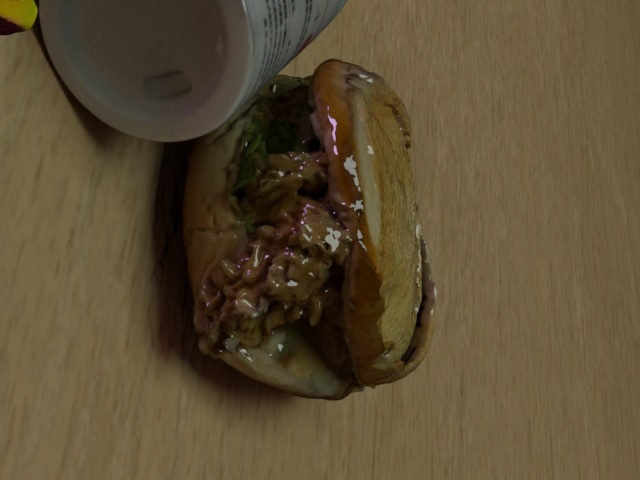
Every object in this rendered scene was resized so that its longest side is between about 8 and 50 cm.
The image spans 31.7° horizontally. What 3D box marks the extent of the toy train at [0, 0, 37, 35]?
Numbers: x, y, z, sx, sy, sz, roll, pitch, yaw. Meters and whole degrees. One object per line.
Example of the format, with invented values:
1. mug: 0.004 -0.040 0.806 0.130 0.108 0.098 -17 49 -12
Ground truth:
1. toy train: -0.223 -0.202 0.478 0.296 0.100 0.160 23 86 -55

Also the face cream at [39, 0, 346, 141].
1. face cream: -0.048 -0.204 0.818 0.145 0.145 0.370 66 27 -18

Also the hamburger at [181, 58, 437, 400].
1. hamburger: 0.000 0.000 0.812 0.286 0.146 0.243 -70 144 -58
